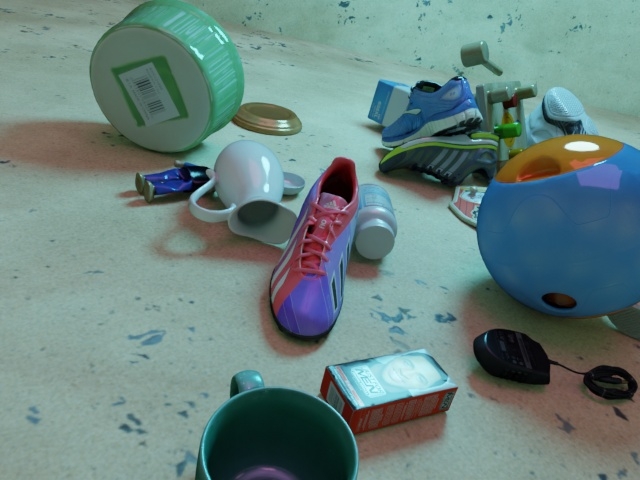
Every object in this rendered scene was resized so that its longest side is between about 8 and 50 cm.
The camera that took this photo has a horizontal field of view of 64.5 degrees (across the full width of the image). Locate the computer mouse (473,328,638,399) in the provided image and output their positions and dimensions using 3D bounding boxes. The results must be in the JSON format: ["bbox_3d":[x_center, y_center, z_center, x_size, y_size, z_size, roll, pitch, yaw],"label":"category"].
[{"bbox_3d":[0.315,0.176,0.687,0.242,0.041,0.071,17,37,-6],"label":"computer mouse"}]

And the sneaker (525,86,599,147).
[{"bbox_3d":[0.694,-0.238,1.465,0.137,0.210,0.366,-7,69,-30],"label":"sneaker"}]

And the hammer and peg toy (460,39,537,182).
[{"bbox_3d":[0.494,-0.352,1.365,0.127,0.361,0.266,-1,13,43],"label":"hammer and peg toy"}]

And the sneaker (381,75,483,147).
[{"bbox_3d":[0.269,-0.320,1.284,0.130,0.147,0.330,-6,-2,-30],"label":"sneaker"}]

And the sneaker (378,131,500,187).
[{"bbox_3d":[0.292,-0.188,1.237,0.300,0.121,0.111,-7,-2,3],"label":"sneaker"}]

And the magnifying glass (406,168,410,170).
[{"bbox_3d":[0.247,-0.240,1.400,0.092,0.026,0.231,14,30,3],"label":"magnifying glass"}]

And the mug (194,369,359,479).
[{"bbox_3d":[-0.038,0.199,0.439,0.129,0.097,0.158,14,28,3],"label":"mug"}]

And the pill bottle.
[{"bbox_3d":[0.092,-0.035,0.912,0.087,0.087,0.160,10,29,-5],"label":"pill bottle"}]

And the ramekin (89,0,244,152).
[{"bbox_3d":[-0.328,-0.335,1.078,0.303,0.303,0.148,14,37,3],"label":"ramekin"}]

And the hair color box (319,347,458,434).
[{"bbox_3d":[0.079,0.172,0.587,0.141,0.043,0.072,-3,32,-27],"label":"hair color box"}]

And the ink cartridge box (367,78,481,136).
[{"bbox_3d":[0.334,-0.371,1.538,0.223,0.129,0.307,-5,32,-43],"label":"ink cartridge box"}]

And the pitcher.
[{"bbox_3d":[-0.144,-0.093,0.885,0.178,0.125,0.207,9,37,-25],"label":"pitcher"}]

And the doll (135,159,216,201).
[{"bbox_3d":[-0.251,-0.118,0.970,0.189,0.046,0.129,-14,39,-38],"label":"doll"}]

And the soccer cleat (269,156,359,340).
[{"bbox_3d":[0.000,0.000,0.747,0.109,0.116,0.318,16,43,0],"label":"soccer cleat"}]

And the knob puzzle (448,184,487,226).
[{"bbox_3d":[0.382,-0.077,1.121,0.213,0.030,0.213,-1,33,1],"label":"knob puzzle"}]

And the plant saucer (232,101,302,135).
[{"bbox_3d":[-0.148,-0.346,1.423,0.200,0.037,0.200,9,28,-5],"label":"plant saucer"}]

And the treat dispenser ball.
[{"bbox_3d":[0.396,-0.020,0.800,0.288,0.288,0.288,9,29,-5],"label":"treat dispenser ball"}]

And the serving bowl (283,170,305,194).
[{"bbox_3d":[-0.073,-0.115,1.052,0.083,0.027,0.083,9,30,-5],"label":"serving bowl"}]

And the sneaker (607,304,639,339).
[{"bbox_3d":[0.537,0.130,0.832,0.134,0.051,0.070,26,30,17],"label":"sneaker"}]
